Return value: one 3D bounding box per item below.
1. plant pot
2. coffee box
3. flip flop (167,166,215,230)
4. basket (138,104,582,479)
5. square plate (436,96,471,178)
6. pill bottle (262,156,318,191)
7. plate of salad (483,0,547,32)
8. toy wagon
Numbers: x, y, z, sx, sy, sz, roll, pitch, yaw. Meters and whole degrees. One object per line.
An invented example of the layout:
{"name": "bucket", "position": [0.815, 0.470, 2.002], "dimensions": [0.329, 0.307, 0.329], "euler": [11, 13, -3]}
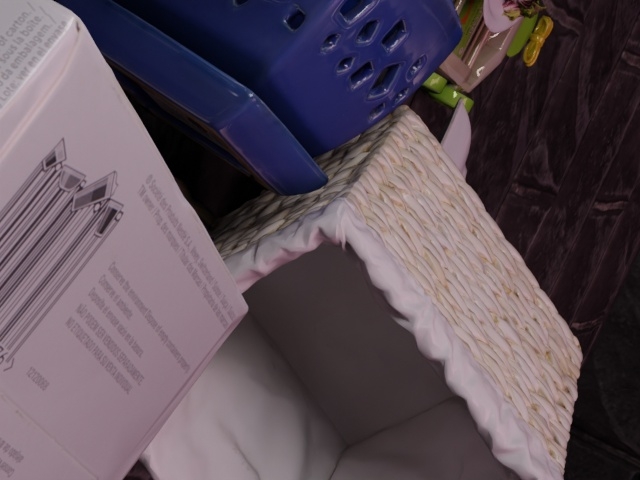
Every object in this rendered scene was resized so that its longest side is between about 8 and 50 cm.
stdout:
{"name": "plant pot", "position": [-0.054, -0.180, 1.255], "dimensions": [0.212, 0.236, 0.236], "euler": [-54, 158, -5]}
{"name": "coffee box", "position": [-0.296, 0.025, 0.820], "dimensions": [0.338, 0.334, 0.337], "euler": [-54, 157, -15]}
{"name": "flip flop", "position": [-0.169, -0.046, 1.339], "dimensions": [0.080, 0.112, 0.277], "euler": [-46, 162, -2]}
{"name": "basket", "position": [0.025, 0.112, 1.434], "dimensions": [0.328, 0.331, 0.266], "euler": [-30, -167, 31]}
{"name": "square plate", "position": [0.087, 0.055, 1.842], "dimensions": [0.347, 0.049, 0.344], "euler": [111, 2, -63]}
{"name": "pill bottle", "position": [0.000, 0.000, 1.667], "dimensions": [0.153, 0.153, 0.265], "euler": [-4, 120, -64]}
{"name": "plate of salad", "position": [0.243, -0.323, 1.783], "dimensions": [0.200, 0.048, 0.200], "euler": [-48, 154, -33]}
{"name": "toy wagon", "position": [0.201, -0.285, 1.891], "dimensions": [0.267, 0.068, 0.344], "euler": [-63, 158, 2]}
